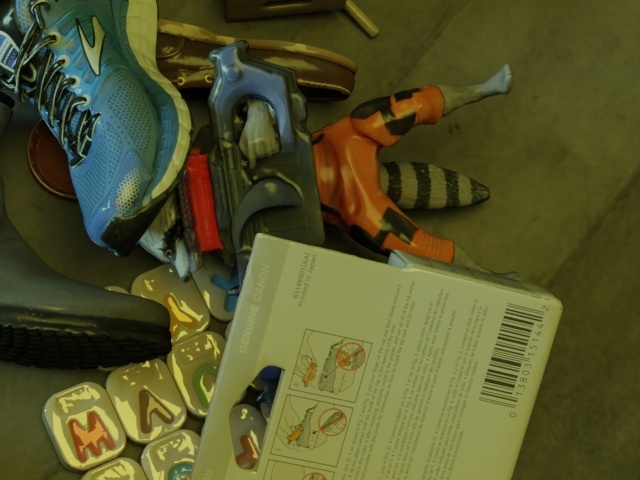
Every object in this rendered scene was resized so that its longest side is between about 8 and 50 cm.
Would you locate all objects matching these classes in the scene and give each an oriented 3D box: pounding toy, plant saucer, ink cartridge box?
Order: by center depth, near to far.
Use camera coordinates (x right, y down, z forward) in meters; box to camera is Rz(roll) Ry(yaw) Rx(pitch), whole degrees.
[{"bbox_3d":[0.030,0.153,1.605,0.261,0.066,0.296,14,100,-13],"label":"ink cartridge box"},{"bbox_3d":[-0.213,-0.075,1.720,0.083,0.013,0.084,4,72,-13],"label":"plant saucer"},{"bbox_3d":[-0.021,-0.254,1.790,0.141,0.100,0.130,-6,74,-5],"label":"pounding toy"}]

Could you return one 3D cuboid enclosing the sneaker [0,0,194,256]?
[{"bbox_3d":[-0.204,-0.120,1.620,0.147,0.130,0.330,14,39,-32],"label":"sneaker"}]

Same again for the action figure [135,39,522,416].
[{"bbox_3d":[0.000,0.000,1.692,0.330,0.178,0.341,-1,96,-7],"label":"action figure"}]

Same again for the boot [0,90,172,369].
[{"bbox_3d":[-0.274,-0.023,1.627,0.338,0.118,0.223,10,70,-7],"label":"boot"}]

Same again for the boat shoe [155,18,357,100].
[{"bbox_3d":[-0.072,-0.141,1.747,0.207,0.073,0.073,8,73,-4],"label":"boat shoe"}]

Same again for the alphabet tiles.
[{"bbox_3d":[-0.083,0.145,1.681,0.284,0.021,0.278,-22,80,-20],"label":"alphabet tiles"}]
